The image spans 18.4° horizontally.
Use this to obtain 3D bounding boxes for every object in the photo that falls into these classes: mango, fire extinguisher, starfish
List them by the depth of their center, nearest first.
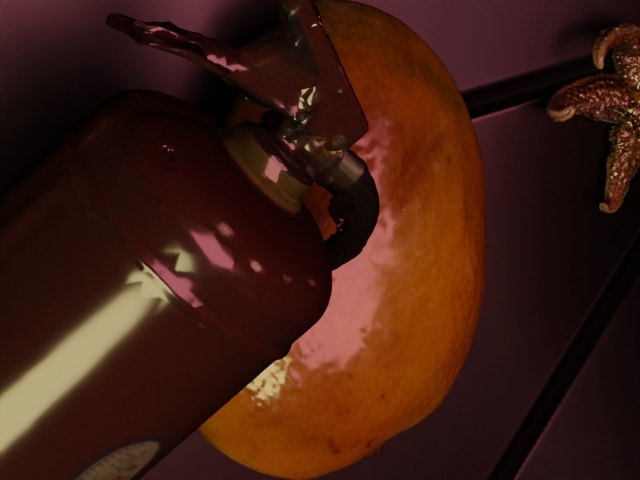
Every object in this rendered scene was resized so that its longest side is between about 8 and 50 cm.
[{"bbox_3d":[-0.112,0.043,0.609,0.341,0.105,0.141,-42,131,13],"label":"fire extinguisher"},{"bbox_3d":[0.006,0.004,0.694,0.115,0.089,0.165,24,93,-13],"label":"mango"},{"bbox_3d":[0.129,-0.046,0.751,0.078,0.028,0.091,-38,115,1],"label":"starfish"}]
